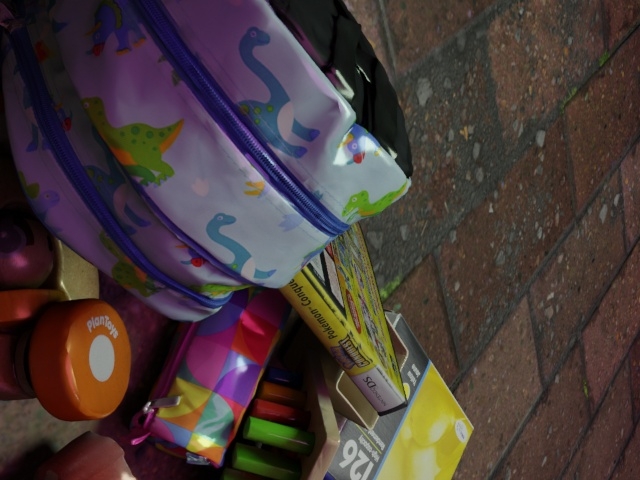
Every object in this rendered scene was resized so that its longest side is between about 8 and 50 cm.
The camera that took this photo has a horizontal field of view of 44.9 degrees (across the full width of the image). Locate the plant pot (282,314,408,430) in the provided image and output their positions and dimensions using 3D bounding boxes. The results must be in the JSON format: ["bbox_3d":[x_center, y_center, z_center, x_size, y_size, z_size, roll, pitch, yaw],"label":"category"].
[{"bbox_3d":[0.024,0.138,0.897,0.109,0.096,0.109,-60,139,-25],"label":"plant pot"}]

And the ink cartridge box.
[{"bbox_3d":[0.075,0.297,1.017,0.307,0.072,0.303,-60,137,-28],"label":"ink cartridge box"}]

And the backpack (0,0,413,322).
[{"bbox_3d":[-0.079,-0.117,0.534,0.273,0.355,0.290,-43,134,-6],"label":"backpack"}]

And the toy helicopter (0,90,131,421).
[{"bbox_3d":[-0.245,-0.040,0.495,0.355,0.140,0.234,61,28,-51],"label":"toy helicopter"}]

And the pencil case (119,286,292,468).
[{"bbox_3d":[-0.096,0.101,0.747,0.104,0.105,0.236,46,60,-45],"label":"pencil case"}]

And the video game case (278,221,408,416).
[{"bbox_3d":[0.000,0.000,0.770,0.248,0.035,0.274,55,16,-40],"label":"video game case"}]

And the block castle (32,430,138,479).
[{"bbox_3d":[-0.113,0.399,0.611,0.213,0.303,0.452,-25,116,-48],"label":"block castle"}]

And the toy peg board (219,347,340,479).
[{"bbox_3d":[-0.058,0.205,0.771,0.079,0.160,0.161,19,109,-15],"label":"toy peg board"}]
